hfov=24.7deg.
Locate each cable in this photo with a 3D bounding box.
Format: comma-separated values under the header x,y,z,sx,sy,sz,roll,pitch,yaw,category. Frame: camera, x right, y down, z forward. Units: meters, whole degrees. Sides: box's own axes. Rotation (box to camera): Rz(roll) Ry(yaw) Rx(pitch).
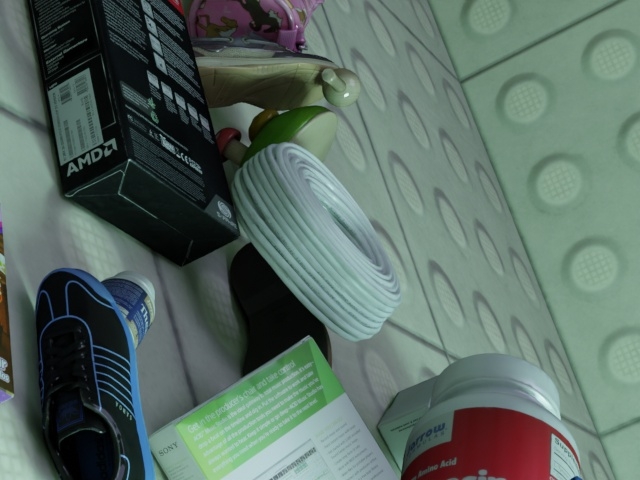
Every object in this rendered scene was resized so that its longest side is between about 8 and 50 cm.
x,y,z,sx,sy,sz,roll,pitch,yaw,category
0.000,0.000,1.734,0.257,0.089,0.257,55,12,16,cable

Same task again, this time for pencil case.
x,y,z,sx,sy,sz,roll,pitch,yaw,category
-0.085,-0.359,2.179,0.167,0.160,0.386,62,16,-19,pencil case

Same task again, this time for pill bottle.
x,y,z,sx,sy,sz,roll,pitch,yaw,category
-0.196,0.074,1.397,0.067,0.067,0.120,59,18,-15,pill bottle
0.208,0.341,1.823,0.229,0.229,0.407,54,29,-29,pill bottle

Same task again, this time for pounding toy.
x,y,z,sx,sy,sz,roll,pitch,yaw,category
-0.060,-0.144,1.931,0.110,0.237,0.183,35,10,14,pounding toy

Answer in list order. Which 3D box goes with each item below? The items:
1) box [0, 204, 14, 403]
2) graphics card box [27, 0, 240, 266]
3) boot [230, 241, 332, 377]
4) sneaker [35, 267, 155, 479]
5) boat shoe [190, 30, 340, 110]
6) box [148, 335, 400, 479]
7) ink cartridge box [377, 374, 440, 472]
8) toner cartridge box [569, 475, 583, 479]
x,y,z,sx,sy,sz,roll,pitch,yaw,category
-0.348,-0.010,1.097,0.293,0.057,0.201,43,26,-49,box
-0.217,-0.176,1.649,0.233,0.094,0.371,37,30,-56,graphics card box
-0.029,0.136,1.742,0.305,0.112,0.115,-103,166,-45,boot
-0.206,0.127,1.273,0.090,0.081,0.232,33,36,-71,sneaker
-0.092,-0.234,1.958,0.285,0.103,0.092,-7,59,-39,boat shoe
-0.008,0.281,1.478,0.232,0.058,0.322,-28,87,-49,box
0.178,0.316,2.098,0.208,0.087,0.153,63,18,-6,ink cartridge box
0.175,0.413,1.514,0.075,0.348,0.165,38,23,-9,toner cartridge box
